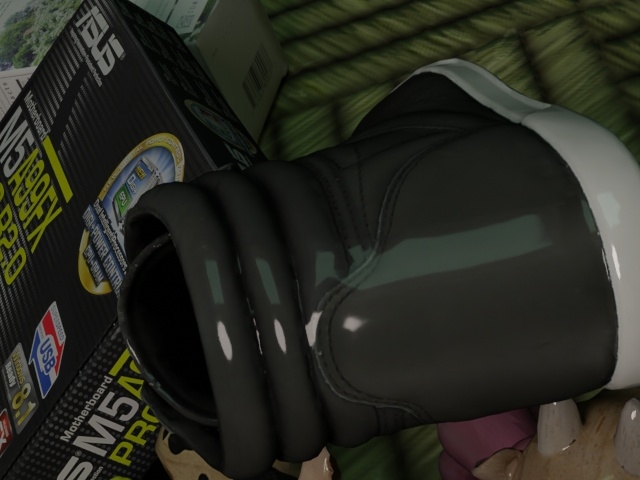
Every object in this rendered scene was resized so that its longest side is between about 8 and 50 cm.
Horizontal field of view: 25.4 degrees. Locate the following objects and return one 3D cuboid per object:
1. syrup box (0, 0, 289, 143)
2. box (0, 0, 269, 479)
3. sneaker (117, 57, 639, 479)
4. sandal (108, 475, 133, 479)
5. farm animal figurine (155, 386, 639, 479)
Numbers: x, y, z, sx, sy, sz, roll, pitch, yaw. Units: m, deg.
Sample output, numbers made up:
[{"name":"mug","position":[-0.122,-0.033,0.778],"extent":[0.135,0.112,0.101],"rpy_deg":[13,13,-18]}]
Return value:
[{"name":"syrup box","position":[-0.153,-0.106,0.932],"extent":[0.237,0.096,0.093],"rpy_deg":[-6,42,24]},{"name":"box","position":[-0.125,0.008,0.731],"extent":[0.216,0.060,0.270],"rpy_deg":[-53,33,13]},{"name":"sneaker","position":[0.000,0.000,0.500],"extent":[0.147,0.104,0.296],"rpy_deg":[-11,9,-7]},{"name":"sandal","position":[-0.080,0.197,0.497],"extent":[0.126,0.138,0.317],"rpy_deg":[-34,18,5]},{"name":"farm animal figurine","position":[0.068,0.135,0.478],"extent":[0.330,0.172,0.326],"rpy_deg":[-8,42,22]}]
